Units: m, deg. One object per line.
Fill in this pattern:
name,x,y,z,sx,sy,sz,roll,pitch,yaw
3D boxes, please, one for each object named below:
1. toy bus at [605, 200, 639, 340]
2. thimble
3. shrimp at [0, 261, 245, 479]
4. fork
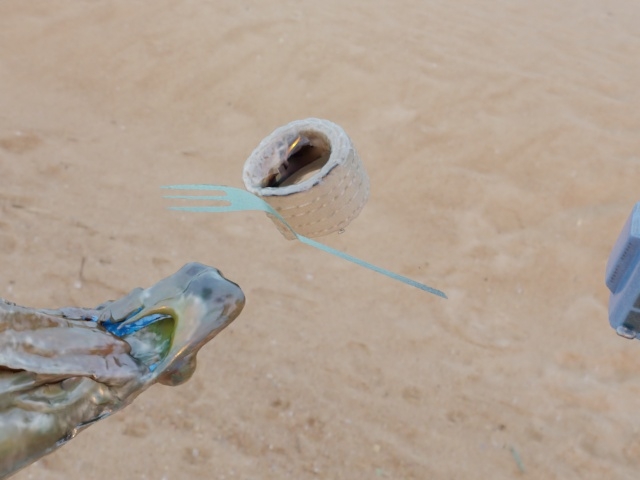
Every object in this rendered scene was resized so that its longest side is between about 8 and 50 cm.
toy bus,0.333,-0.004,0.834,0.133,0.234,0.116,18,50,7
thimble,-0.013,-0.064,1.002,0.102,0.115,0.090,48,-4,35
shrimp,-0.265,0.104,0.743,0.445,0.221,0.110,-19,43,-31
fork,0.001,-0.002,0.673,0.235,0.021,0.039,19,26,-29
